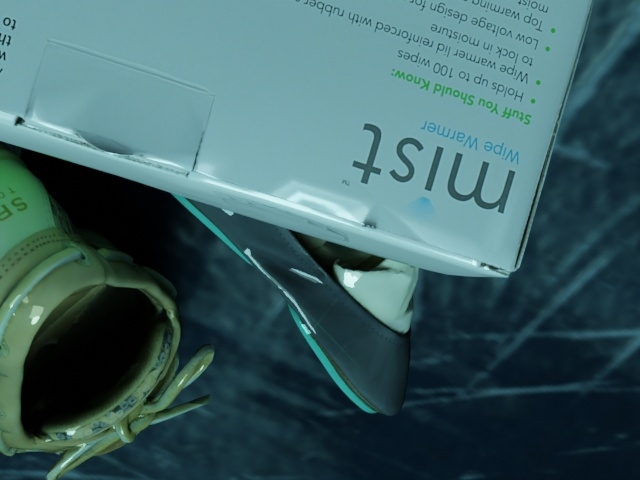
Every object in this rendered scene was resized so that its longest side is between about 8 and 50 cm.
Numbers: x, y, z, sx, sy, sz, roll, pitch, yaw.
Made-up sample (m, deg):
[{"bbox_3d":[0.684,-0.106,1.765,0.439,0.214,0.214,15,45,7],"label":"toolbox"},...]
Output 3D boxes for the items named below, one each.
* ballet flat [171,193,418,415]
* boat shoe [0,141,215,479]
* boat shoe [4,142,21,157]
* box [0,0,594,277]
[{"bbox_3d":[0.000,0.000,0.752,0.074,0.074,0.203,-29,121,20],"label":"ballet flat"},{"bbox_3d":[-0.106,0.045,0.692,0.104,0.089,0.285,-50,162,-7],"label":"boat shoe"},{"bbox_3d":[-0.185,-0.018,0.709,0.118,0.103,0.320,22,124,-17],"label":"boat shoe"},{"bbox_3d":[-0.042,-0.133,0.537,0.262,0.127,0.231,16,89,-14],"label":"box"}]
